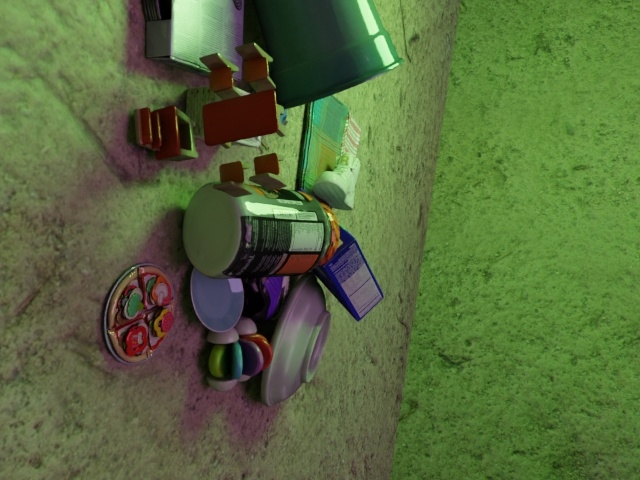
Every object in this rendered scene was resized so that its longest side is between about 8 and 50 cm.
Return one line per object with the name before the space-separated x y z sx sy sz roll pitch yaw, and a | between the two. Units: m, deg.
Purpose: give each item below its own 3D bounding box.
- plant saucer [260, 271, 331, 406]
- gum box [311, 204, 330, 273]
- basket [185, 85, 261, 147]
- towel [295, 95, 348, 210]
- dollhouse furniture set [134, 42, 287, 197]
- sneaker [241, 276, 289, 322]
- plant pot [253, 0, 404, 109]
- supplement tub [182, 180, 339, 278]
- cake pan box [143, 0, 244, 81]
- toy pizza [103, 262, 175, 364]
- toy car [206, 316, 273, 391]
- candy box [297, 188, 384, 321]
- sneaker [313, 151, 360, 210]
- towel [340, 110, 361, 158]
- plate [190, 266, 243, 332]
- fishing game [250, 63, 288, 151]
plant saucer | -0.049 0.294 1.623 0.400 0.100 0.401 17 90 -78
gum box | 0.000 0.000 1.828 0.157 0.041 0.184 -59 146 -25
basket | -0.212 -0.272 1.243 0.167 0.103 0.113 0 95 -67
towel | 0.010 -0.293 1.821 0.271 0.040 0.370 15 81 -65
dollhouse furniture set | -0.201 -0.220 1.066 0.135 0.259 0.262 15 67 -71
sneaker | -0.151 0.075 1.457 0.146 0.102 0.294 -7 102 -56
plant pot | -0.006 -0.537 1.369 0.341 0.341 0.334 -48 123 -54
supplement tub | -0.122 -0.019 1.283 0.338 0.207 0.207 2 93 -50
cake pan box | -0.251 -0.471 1.156 0.267 0.070 0.246 -14 105 -65
toy pizza | -0.347 0.146 1.117 0.201 0.032 0.201 6 90 -66
toy car | -0.190 0.280 1.370 0.182 0.136 0.159 -11 106 -64
candy box | 0.028 0.045 1.601 0.122 0.268 0.317 -39 141 -8
sneaker | 0.054 -0.210 1.789 0.292 0.108 0.169 41 57 -74
towel | 0.109 -0.351 2.043 0.144 0.029 0.197 39 60 -63
plate | -0.245 0.121 1.312 0.188 0.024 0.188 28 57 -54
fishing game | -0.124 -0.378 1.497 0.189 0.041 0.264 50 50 -55
